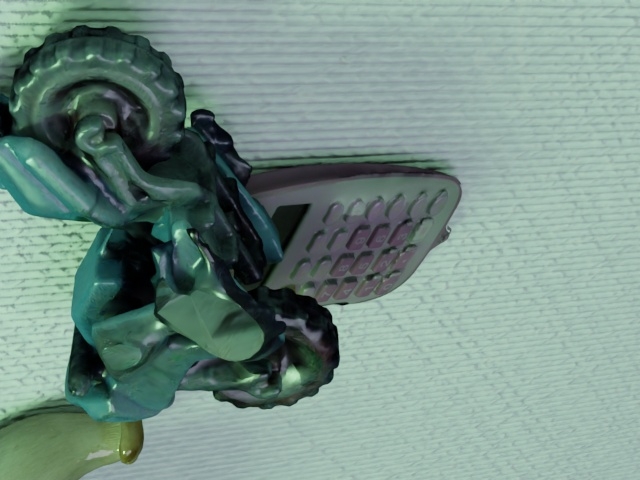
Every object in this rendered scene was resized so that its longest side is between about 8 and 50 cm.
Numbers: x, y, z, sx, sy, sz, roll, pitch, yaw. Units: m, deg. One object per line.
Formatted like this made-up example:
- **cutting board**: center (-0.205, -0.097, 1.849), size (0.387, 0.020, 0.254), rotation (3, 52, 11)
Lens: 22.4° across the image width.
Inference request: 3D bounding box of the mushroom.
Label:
- **mushroom**: center (-0.266, 0.213, 1.527), size (0.212, 0.088, 0.097), rotation (-24, 156, -14)

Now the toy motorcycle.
- **toy motorcycle**: center (-0.150, 0.017, 1.262), size (0.232, 0.172, 0.416), rotation (-18, 134, 14)

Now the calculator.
- **calculator**: center (-0.001, -0.001, 1.467), size (0.294, 0.043, 0.194), rotation (-4, 139, -35)
